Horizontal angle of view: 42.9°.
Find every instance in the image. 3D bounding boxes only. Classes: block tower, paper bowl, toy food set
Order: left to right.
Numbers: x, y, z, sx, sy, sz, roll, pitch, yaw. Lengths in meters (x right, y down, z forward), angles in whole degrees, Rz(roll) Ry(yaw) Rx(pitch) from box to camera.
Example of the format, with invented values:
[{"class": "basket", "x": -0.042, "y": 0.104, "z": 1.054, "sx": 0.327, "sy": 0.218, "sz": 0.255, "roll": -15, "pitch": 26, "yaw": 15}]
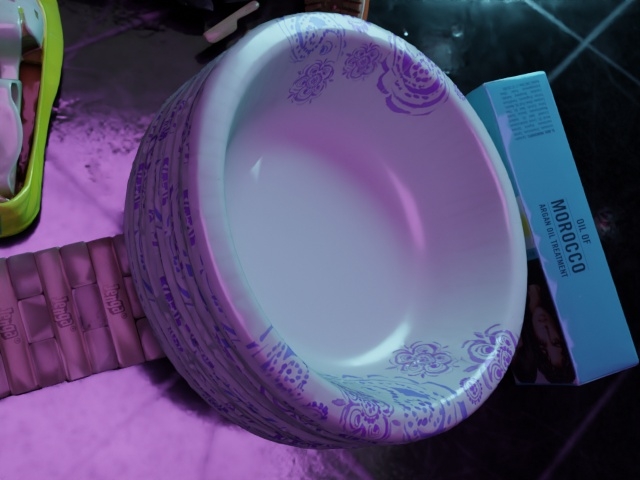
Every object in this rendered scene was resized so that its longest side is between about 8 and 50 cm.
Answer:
[{"class": "block tower", "x": -0.262, "y": 0.075, "z": 0.531, "sx": 0.335, "sy": 0.097, "sz": 0.091, "roll": -14, "pitch": 86, "yaw": -20}, {"class": "toy food set", "x": -0.042, "y": -0.131, "z": 0.675, "sx": 0.078, "sy": 0.019, "sz": 0.122, "roll": -39, "pitch": 101, "yaw": -19}, {"class": "paper bowl", "x": 0.000, "y": 0.000, "z": 0.569, "sx": 0.284, "sy": 0.148, "sz": 0.284, "roll": 13, "pitch": 69, "yaw": -36}]

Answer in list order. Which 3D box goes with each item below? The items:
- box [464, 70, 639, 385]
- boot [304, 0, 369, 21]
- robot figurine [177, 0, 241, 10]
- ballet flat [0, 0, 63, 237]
[{"class": "box", "x": 0.173, "y": -0.005, "z": 0.675, "sx": 0.060, "sy": 0.100, "sz": 0.244, "roll": -15, "pitch": 85, "yaw": -18}, {"class": "boot", "x": 0.034, "y": -0.235, "z": 0.695, "sx": 0.084, "sy": 0.059, "sz": 0.158, "roll": -6, "pitch": 104, "yaw": -54}, {"class": "robot figurine", "x": -0.143, "y": -0.301, "z": 0.637, "sx": 0.291, "sy": 0.085, "sz": 0.211, "roll": 9, "pitch": 78, "yaw": -15}, {"class": "ballet flat", "x": -0.226, "y": -0.118, "z": 0.583, "sx": 0.077, "sy": 0.077, "sz": 0.231, "roll": 1, "pitch": 80, "yaw": -16}]
